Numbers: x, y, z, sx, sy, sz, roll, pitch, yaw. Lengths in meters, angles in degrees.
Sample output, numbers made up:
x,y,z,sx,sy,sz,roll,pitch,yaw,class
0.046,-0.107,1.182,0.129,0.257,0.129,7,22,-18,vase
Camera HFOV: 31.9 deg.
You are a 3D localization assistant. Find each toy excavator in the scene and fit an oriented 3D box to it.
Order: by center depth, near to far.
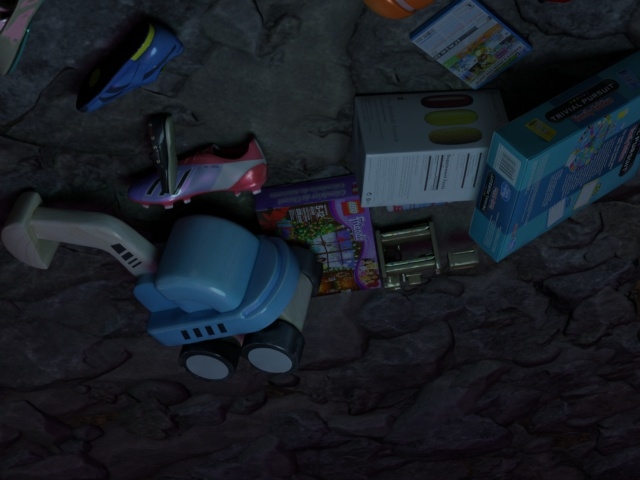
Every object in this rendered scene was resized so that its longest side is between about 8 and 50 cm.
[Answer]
x,y,z,sx,sy,sz,roll,pitch,yaw,class
-0.273,0.043,1.971,0.433,0.222,0.445,-12,135,32,toy excavator

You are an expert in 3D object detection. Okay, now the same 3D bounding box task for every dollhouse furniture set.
x,y,z,sx,sy,sz,roll,pitch,yaw,class
0.202,0.023,2.153,0.182,0.101,0.161,-9,167,2,dollhouse furniture set

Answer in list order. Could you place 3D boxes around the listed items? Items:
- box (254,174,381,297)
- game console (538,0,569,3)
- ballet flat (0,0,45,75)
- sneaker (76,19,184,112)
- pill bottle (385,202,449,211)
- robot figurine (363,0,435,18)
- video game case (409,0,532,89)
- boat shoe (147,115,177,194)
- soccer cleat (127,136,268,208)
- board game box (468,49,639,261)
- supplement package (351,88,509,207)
x,y,z,sx,sy,sz,roll,pitch,yaw,class
0.000,0.000,2.089,0.201,0.057,0.293,-9,142,3,box
0.363,-0.422,1.636,0.124,0.085,0.144,42,127,-7,game console
-0.428,-0.339,1.569,0.086,0.086,0.248,19,127,-30,ballet flat
-0.292,-0.250,1.713,0.082,0.069,0.209,25,133,-39,sneaker
0.188,-0.103,1.961,0.160,0.087,0.087,-8,142,3,pill bottle
0.133,-0.391,1.547,0.219,0.158,0.128,-30,121,27,robot figurine
0.238,-0.311,1.758,0.119,0.015,0.166,-34,134,30,video game case
-0.260,-0.140,1.845,0.042,0.049,0.133,-1,110,6,boat shoe
-0.211,-0.116,1.907,0.248,0.083,0.095,-7,113,8,soccer cleat
0.407,-0.139,1.826,0.336,0.079,0.253,-29,150,-24,board game box
0.182,-0.154,1.853,0.244,0.139,0.133,-4,143,-6,supplement package
